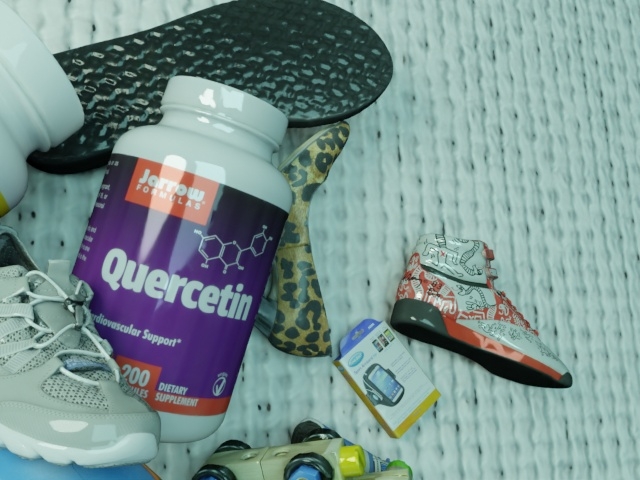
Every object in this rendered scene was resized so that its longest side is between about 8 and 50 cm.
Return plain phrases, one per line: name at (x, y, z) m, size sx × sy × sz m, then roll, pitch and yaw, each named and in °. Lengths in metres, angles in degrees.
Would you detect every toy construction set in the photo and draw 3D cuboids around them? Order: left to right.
toy construction set at (-0.026, 0.311, 0.644) m, size 0.327 × 0.151 × 0.215 m, roll -13°, pitch 95°, yaw 1°

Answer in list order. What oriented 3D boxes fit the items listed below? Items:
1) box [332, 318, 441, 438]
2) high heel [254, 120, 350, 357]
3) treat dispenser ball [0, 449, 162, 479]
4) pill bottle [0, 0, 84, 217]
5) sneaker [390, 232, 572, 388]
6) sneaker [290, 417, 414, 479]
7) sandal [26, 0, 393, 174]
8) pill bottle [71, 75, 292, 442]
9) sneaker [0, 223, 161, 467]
box at (0.078, 0.164, 0.797) m, size 0.081 × 0.028 × 0.136 m, roll -37°, pitch 89°, yaw -24°
high heel at (0.000, 0.000, 0.765) m, size 0.186 × 0.093 × 0.261 m, roll 40°, pitch 82°, yaw -2°
treat dispenser ball at (-0.229, 0.287, 0.478) m, size 0.288 × 0.288 × 0.288 m, roll 5°, pitch 75°, yaw -20°
pill bottle at (-0.371, -0.056, 0.519) m, size 0.188 × 0.188 × 0.334 m, roll 47°, pitch 66°, yaw -4°
sneaker at (0.225, 0.087, 0.836) m, size 0.270 × 0.090 × 0.145 m, roll 24°, pitch 68°, yaw -15°
sneaker at (0.051, 0.281, 0.742) m, size 0.211 × 0.080 × 0.081 m, roll 45°, pitch 35°, yaw 0°
sandal at (-0.137, -0.183, 0.770) m, size 0.445 × 0.107 × 0.168 m, roll -12°, pitch 80°, yaw -10°
pill bottle at (-0.138, 0.016, 0.631) m, size 0.181 × 0.181 × 0.323 m, roll 18°, pitch 87°, yaw -16°
sneaker at (-0.218, 0.071, 0.494) m, size 0.105 × 0.281 × 0.115 m, roll 23°, pitch 93°, yaw -58°
